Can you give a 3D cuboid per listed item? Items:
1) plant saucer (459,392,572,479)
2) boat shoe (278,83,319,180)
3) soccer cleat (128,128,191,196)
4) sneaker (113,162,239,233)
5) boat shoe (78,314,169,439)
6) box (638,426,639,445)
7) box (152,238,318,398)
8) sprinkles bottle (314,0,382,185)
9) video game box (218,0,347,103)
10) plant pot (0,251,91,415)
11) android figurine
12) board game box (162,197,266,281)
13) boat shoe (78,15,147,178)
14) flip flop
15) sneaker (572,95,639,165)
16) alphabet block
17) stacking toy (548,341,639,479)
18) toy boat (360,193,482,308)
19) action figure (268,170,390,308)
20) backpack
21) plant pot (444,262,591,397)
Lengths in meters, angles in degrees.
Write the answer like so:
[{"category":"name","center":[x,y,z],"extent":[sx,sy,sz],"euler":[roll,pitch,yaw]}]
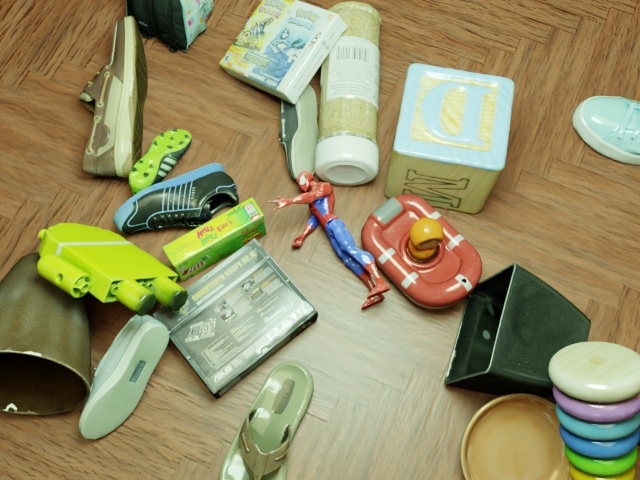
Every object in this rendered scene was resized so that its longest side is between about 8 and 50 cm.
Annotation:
[{"category":"plant saucer","center":[0.325,0.350,1.238],"extent":[0.200,0.037,0.199],"euler":[0,86,-5]},{"category":"boat shoe","center":[-0.047,-0.206,1.476],"extent":[0.065,0.075,0.206],"euler":[-14,69,41]},{"category":"soccer cleat","center":[-0.309,-0.150,1.443],"extent":[0.060,0.072,0.179],"euler":[28,50,8]},{"category":"sneaker","center":[-0.263,-0.060,1.394],"extent":[0.232,0.081,0.090],"euler":[-28,64,-12]},{"category":"boat shoe","center":[-0.344,0.228,1.287],"extent":[0.081,0.079,0.227],"euler":[28,85,45]},{"category":"box","center":[0.559,0.309,1.213],"extent":[0.044,0.159,0.233],"euler":[-43,75,-14]},{"category":"box","center":[-0.149,0.135,1.332],"extent":[0.231,0.056,0.183],"euler":[-38,72,-14]},{"category":"sprinkles bottle","center":[0.057,-0.288,1.463],"extent":[0.121,0.121,0.355],"euler":[3,69,1]},{"category":"video game box","center":[-0.077,-0.383,1.479],"extent":[0.205,0.048,0.187],"euler":[30,83,36]},{"category":"plant pot","center":[-0.479,0.142,1.266],"extent":[0.216,0.215,0.230],"euler":[-1,51,-1]},{"category":"android figurine","center":[-0.361,0.043,1.275],"extent":[0.273,0.248,0.056],"euler":[28,103,23]},{"category":"board game box","center":[-0.188,0.000,1.365],"extent":[0.181,0.092,0.043],"euler":[-30,72,-11]},{"category":"boat shoe","center":[-0.410,-0.282,1.463],"extent":[0.123,0.123,0.341],"euler":[-1,75,-2]},{"category":"flip flop","center":[-0.087,0.328,1.244],"extent":[0.112,0.080,0.277],"euler":[21,70,8]},{"category":"sneaker","center":[0.672,-0.209,1.420],"extent":[0.366,0.150,0.135],"euler":[20,69,7]},{"category":"alphabet block","center":[0.232,-0.183,1.383],"extent":[0.194,0.197,0.192],"euler":[12,68,4]},{"category":"stacking toy","center":[0.427,0.329,1.153],"extent":[0.141,0.141,0.330],"euler":[-9,109,-4]},{"category":"toy boat","center":[0.183,0.008,1.332],"extent":[0.151,0.151,0.231],"euler":[-40,74,-14]},{"category":"action figure","center":[0.000,0.000,1.365],"extent":[0.139,0.091,0.280],"euler":[-21,70,-18]},{"category":"backpack","center":[-0.306,-0.496,1.506],"extent":[0.166,0.188,0.144],"euler":[30,72,12]},{"category":"plant pot","center":[0.338,0.171,1.264],"extent":[0.167,0.187,0.188],"euler":[21,70,-6]}]
